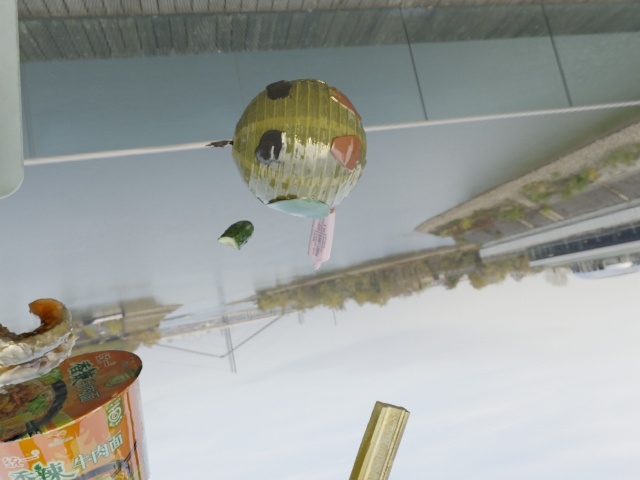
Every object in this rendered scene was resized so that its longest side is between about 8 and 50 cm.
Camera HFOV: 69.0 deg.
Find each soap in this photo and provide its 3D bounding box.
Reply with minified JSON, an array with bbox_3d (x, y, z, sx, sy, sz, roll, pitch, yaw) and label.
[{"bbox_3d":[0.130,0.509,1.091,0.092,0.251,0.037,25,172,-27],"label":"soap"}]

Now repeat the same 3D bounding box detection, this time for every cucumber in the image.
[{"bbox_3d":[-0.210,-0.026,1.202,0.067,0.035,0.107,21,-139,10],"label":"cucumber"}]

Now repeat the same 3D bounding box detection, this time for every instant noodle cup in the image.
[{"bbox_3d":[-0.358,0.292,0.680,0.231,0.182,0.230,-8,-166,2],"label":"instant noodle cup"}]

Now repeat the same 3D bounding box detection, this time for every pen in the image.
[{"bbox_3d":[0.000,0.000,1.035,0.053,0.032,0.197,20,137,12],"label":"pen"}]

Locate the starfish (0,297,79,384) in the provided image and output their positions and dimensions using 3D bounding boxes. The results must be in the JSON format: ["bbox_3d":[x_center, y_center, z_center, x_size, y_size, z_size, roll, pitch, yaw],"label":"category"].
[{"bbox_3d":[-0.281,-0.038,0.299,0.303,0.311,0.113,22,-152,35],"label":"starfish"}]

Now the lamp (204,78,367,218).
[{"bbox_3d":[-0.061,-0.169,0.834,0.285,0.250,0.250,4,170,-7],"label":"lamp"}]

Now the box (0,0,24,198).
[{"bbox_3d":[-0.571,-0.223,0.550,0.368,0.372,0.090,-7,-150,-39],"label":"box"}]
